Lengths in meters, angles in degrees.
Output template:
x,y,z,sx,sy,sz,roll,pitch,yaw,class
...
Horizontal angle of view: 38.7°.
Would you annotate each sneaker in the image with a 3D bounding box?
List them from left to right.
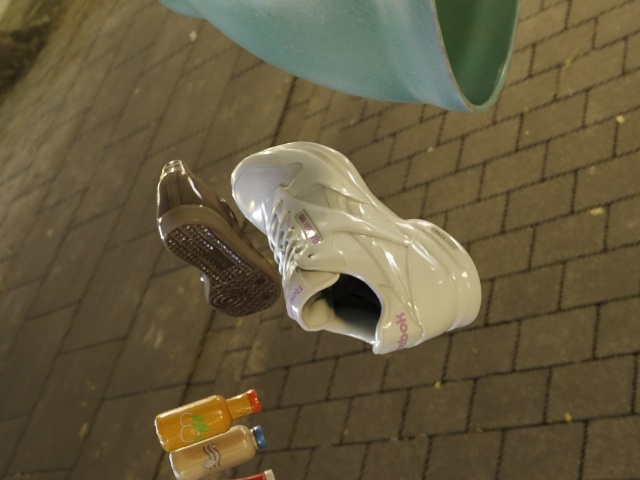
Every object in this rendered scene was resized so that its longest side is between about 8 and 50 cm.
x,y,z,sx,sy,sz,roll,pitch,yaw,class
-0.081,0.000,0.766,0.066,0.188,0.071,-16,60,6,sneaker
0.000,0.000,0.859,0.152,0.114,0.305,-26,44,-36,sneaker

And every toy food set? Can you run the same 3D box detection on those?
x,y,z,sx,sy,sz,roll,pitch,yaw,class
-0.082,0.274,0.929,0.104,0.232,0.111,-19,-11,-8,toy food set

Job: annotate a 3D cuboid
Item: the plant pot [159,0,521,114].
x,y,z,sx,sy,sz,roll,pitch,yaw,class
0.001,-0.222,0.527,0.196,0.293,0.293,4,58,21,plant pot
